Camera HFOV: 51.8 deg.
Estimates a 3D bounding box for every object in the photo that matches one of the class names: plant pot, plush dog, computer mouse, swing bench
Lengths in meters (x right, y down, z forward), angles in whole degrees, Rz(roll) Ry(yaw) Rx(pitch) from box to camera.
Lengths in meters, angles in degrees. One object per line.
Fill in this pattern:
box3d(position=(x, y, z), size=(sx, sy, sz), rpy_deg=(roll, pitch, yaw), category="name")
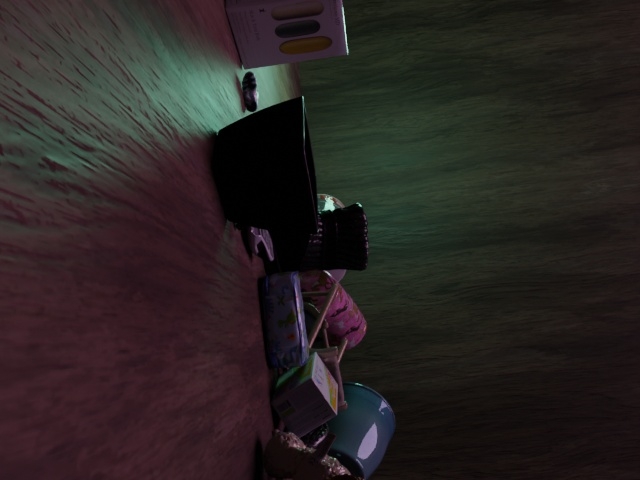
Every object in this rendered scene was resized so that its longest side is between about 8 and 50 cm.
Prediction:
box3d(position=(-0.098, -0.127, 1.202), size=(0.188, 0.167, 0.187), rpy_deg=(-94, 176, -49), category="plant pot")
box3d(position=(0.069, 0.609, 1.973), size=(0.255, 0.271, 0.272), rpy_deg=(-57, 142, -62), category="plant pot")
box3d(position=(0.021, 0.489, 1.211), size=(0.225, 0.210, 0.262), rpy_deg=(53, 25, -44), category="plush dog")
box3d(position=(-0.140, -0.017, 1.365), size=(0.193, 0.042, 0.106), rpy_deg=(70, 8, -52), category="computer mouse")
box3d(position=(-0.017, 0.296, 1.805), size=(0.255, 0.165, 0.253), rpy_deg=(-87, 171, -49), category="swing bench")

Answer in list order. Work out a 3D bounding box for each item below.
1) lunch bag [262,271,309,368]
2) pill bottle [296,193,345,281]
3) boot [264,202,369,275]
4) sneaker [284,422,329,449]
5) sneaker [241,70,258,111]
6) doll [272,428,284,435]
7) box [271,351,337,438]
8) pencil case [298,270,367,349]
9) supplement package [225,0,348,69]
box3d(position=(-0.079, 0.184, 1.536), size=(0.176, 0.090, 0.219), rpy_deg=(-7, 90, -86), category="lunch bag")
box3d(position=(0.000, 0.000, 2.252), size=(0.363, 0.210, 0.210), rpy_deg=(-91, 173, -63), category="pill bottle")
box3d(position=(-0.020, -0.060, 1.573), size=(0.131, 0.260, 0.348), rpy_deg=(-93, 175, -49), category="boot")
box3d(position=(-0.030, 0.513, 1.655), size=(0.283, 0.107, 0.124), rpy_deg=(-20, 110, -87), category="sneaker")
box3d(position=(-0.170, -0.368, 1.609), size=(0.069, 0.038, 0.098), rpy_deg=(-94, -175, -63), category="sneaker")
box3d(position=(-0.067, 0.460, 1.398), size=(0.129, 0.046, 0.189), rpy_deg=(63, 2, 12), category="doll")
box3d(position=(-0.032, 0.356, 1.540), size=(0.103, 0.114, 0.203), rpy_deg=(57, 5, -5), category="box")
box3d(position=(0.024, 0.221, 2.083), size=(0.160, 0.167, 0.386), rpy_deg=(51, -3, 31), category="pencil case")
box3d(position=(-0.079, -0.567, 1.587), size=(0.199, 0.262, 0.198), rpy_deg=(76, 7, -61), category="supplement package")
